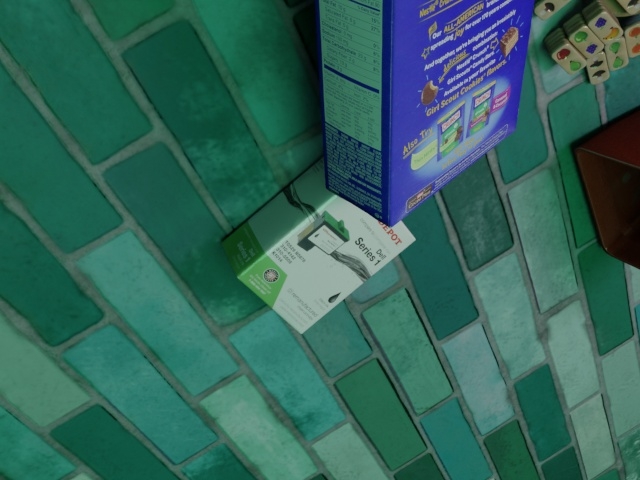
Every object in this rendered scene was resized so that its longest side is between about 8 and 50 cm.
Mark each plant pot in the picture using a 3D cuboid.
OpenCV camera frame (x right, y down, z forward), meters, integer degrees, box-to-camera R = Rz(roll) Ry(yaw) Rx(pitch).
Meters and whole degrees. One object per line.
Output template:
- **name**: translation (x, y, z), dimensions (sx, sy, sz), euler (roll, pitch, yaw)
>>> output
- **plant pot**: translation (0.613, -0.091, 1.073), dimensions (0.235, 0.267, 0.267), euler (-42, 129, -10)

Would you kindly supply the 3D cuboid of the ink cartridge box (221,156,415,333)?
- **ink cartridge box**: translation (0.000, 0.000, 0.949), dimensions (0.219, 0.093, 0.160), euler (-40, 128, 5)

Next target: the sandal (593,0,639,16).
- **sandal**: translation (0.481, -0.392, 0.915), dimensions (0.240, 0.079, 0.088), euler (-24, 139, 22)

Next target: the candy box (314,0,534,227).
- **candy box**: translation (0.124, -0.220, 0.765), dimensions (0.268, 0.122, 0.317), euler (-36, 142, -30)

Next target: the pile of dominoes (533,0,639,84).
- **pile of dominoes**: translation (0.430, -0.319, 0.904), dimensions (0.196, 0.040, 0.251), euler (27, 132, -35)
